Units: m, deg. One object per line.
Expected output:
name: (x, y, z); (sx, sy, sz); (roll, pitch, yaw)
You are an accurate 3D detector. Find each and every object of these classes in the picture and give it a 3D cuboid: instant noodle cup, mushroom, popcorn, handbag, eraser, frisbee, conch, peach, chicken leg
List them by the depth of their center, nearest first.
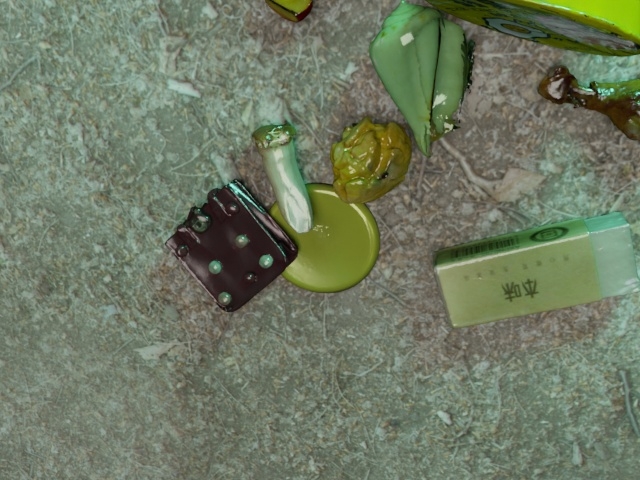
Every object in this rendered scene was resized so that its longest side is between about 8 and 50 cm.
instant noodle cup: (0.331, -0.422, 0.881); (0.326, 0.325, 0.254); (17, 104, 5)
chicken leg: (0.484, -0.229, 1.040); (0.252, 0.087, 0.107); (18, 93, 11)
conch: (0.182, -0.279, 1.058); (0.250, 0.143, 0.137); (50, 155, -23)
peach: (-0.055, -0.408, 1.090); (0.083, 0.050, 0.077); (-10, 86, 5)
popcorn: (0.088, -0.140, 1.123); (0.167, 0.152, 0.148); (-37, 137, -1)
eraser: (0.388, 0.058, 1.167); (0.343, 0.078, 0.144); (-14, 109, 16)
mushroom: (-0.061, -0.116, 1.188); (0.084, 0.071, 0.209); (-17, 100, 6)
frisbee: (0.000, 0.000, 1.257); (0.236, 0.017, 0.236); (4, 111, 10)
handbag: (-0.178, 0.014, 1.258); (0.203, 0.074, 0.216); (-39, 96, 25)
